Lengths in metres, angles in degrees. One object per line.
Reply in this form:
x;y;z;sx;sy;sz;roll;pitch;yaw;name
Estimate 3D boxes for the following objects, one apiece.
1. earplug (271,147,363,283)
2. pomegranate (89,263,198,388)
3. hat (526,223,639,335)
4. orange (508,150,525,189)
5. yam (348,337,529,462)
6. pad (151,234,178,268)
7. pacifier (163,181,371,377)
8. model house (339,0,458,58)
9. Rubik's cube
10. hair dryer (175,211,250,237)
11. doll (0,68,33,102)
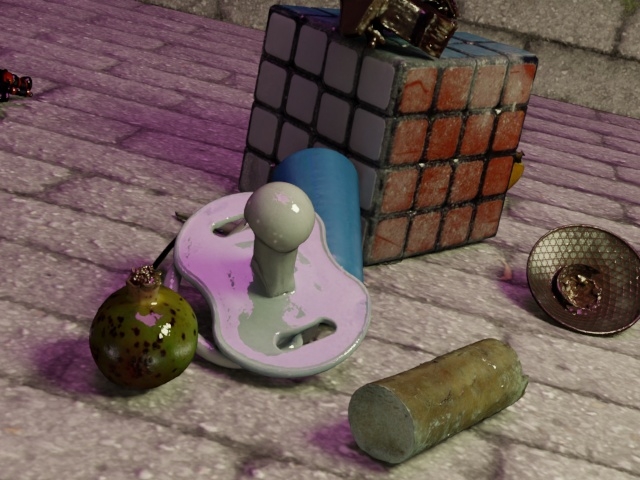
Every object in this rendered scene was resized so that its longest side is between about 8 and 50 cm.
0.000;0.000;1.416;0.132;0.132;0.273;8;38;-11;earplug
-0.197;0.099;1.105;0.130;0.130;0.130;10;21;-4;pomegranate
0.405;0.076;1.566;0.193;0.082;0.193;2;59;-3;hat
0.323;-0.139;2.015;0.170;0.112;0.160;-1;20;42;orange
0.141;0.174;1.139;0.093;0.093;0.259;27;25;34;yam
-0.208;0.022;1.325;0.003;0.112;0.157;39;22;-4;pad
-0.068;0.021;1.203;0.238;0.226;0.287;-14;51;-22;pacifier
0.123;-0.340;1.506;0.164;0.141;0.203;27;41;-21;model house
0.107;-0.190;1.703;0.344;0.344;0.337;-9;28;-43;Rubik's cube
-0.165;-0.006;1.508;0.199;0.067;0.167;8;24;20;hair dryer
-0.640;-0.295;1.945;0.127;0.088;0.249;-9;11;3;doll
